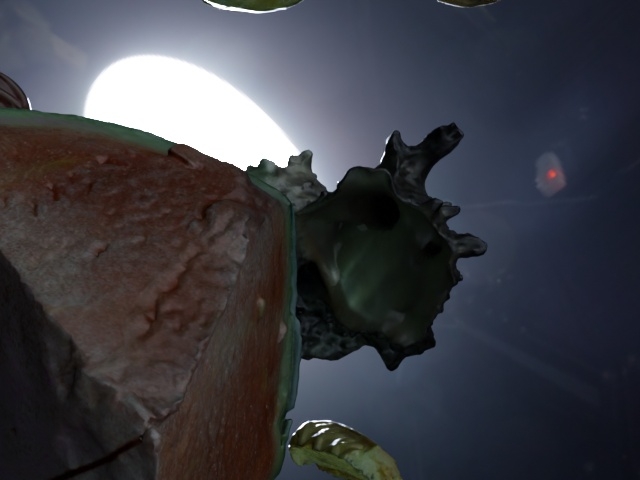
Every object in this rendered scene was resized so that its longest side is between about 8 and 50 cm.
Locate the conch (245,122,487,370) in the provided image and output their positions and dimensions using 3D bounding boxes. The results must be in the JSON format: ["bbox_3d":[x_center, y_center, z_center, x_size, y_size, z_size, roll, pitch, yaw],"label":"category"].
[{"bbox_3d":[-0.006,0.004,0.837,0.240,0.313,0.186,34,-129,-46],"label":"conch"}]

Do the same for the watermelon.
[{"bbox_3d":[-0.095,0.099,0.572,0.222,0.292,0.319,-16,-145,-39],"label":"watermelon"}]

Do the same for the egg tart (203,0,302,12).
[{"bbox_3d":[-0.080,-0.275,0.885,0.197,0.078,0.197,6,-120,-11],"label":"egg tart"}]

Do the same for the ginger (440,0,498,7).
[{"bbox_3d":[0.135,-0.284,0.899,0.258,0.149,0.065,20,-112,-65],"label":"ginger"}]

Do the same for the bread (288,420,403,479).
[{"bbox_3d":[0.039,0.342,1.562,0.128,0.232,0.088,34,-108,-22],"label":"bread"}]

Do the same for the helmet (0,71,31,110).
[{"bbox_3d":[-0.328,-0.138,1.000,0.111,0.057,0.089,48,-147,-24],"label":"helmet"}]
